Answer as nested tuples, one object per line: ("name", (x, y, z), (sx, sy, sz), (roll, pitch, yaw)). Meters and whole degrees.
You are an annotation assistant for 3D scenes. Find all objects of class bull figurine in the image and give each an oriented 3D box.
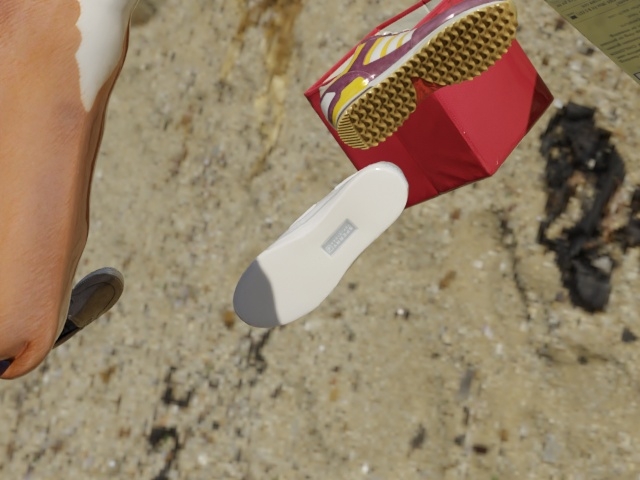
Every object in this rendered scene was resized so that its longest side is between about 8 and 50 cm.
("bull figurine", (-0.171, -0.088, 0.627), (0.188, 0.101, 0.310), (15, 92, 29))

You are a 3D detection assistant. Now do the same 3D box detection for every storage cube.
("storage cube", (0.136, -0.177, 1.459), (0.183, 0.193, 0.215), (-22, 18, 47))

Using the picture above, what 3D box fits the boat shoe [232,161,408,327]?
("boat shoe", (0.000, 0.000, 1.005), (0.184, 0.066, 0.063), (-49, 4, 14))

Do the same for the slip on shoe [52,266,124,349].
("slip on shoe", (-0.285, 0.083, 1.399), (0.135, 0.051, 0.041), (-32, 30, 14))

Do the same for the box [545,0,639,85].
("box", (0.351, -0.271, 1.163), (0.117, 0.243, 0.213), (-16, 50, 47))

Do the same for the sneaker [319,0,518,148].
("sneaker", (0.079, -0.161, 1.023), (0.185, 0.069, 0.084), (-34, 43, 4))
